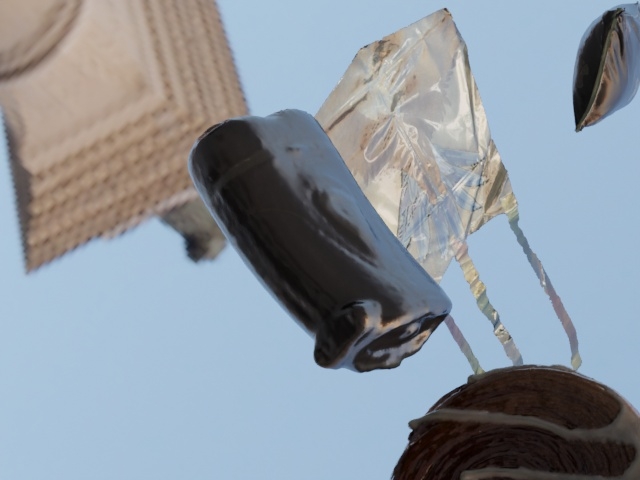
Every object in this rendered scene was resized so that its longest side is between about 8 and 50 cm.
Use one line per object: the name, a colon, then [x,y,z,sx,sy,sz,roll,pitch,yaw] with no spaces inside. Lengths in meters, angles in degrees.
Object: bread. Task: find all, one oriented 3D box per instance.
bread: [0.116,0.144,0.914,0.160,0.073,0.160,-9,-127,13]

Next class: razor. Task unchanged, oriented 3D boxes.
razor: [0.000,0.000,0.873,0.148,0.090,0.054,53,-51,19]

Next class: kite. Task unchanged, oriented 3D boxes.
kite: [0.105,-0.008,1.186,0.015,0.310,0.169,1,-137,50]

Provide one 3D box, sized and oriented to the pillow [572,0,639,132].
pillow: [0.218,-0.132,1.285,0.048,0.150,0.090,4,-80,15]
